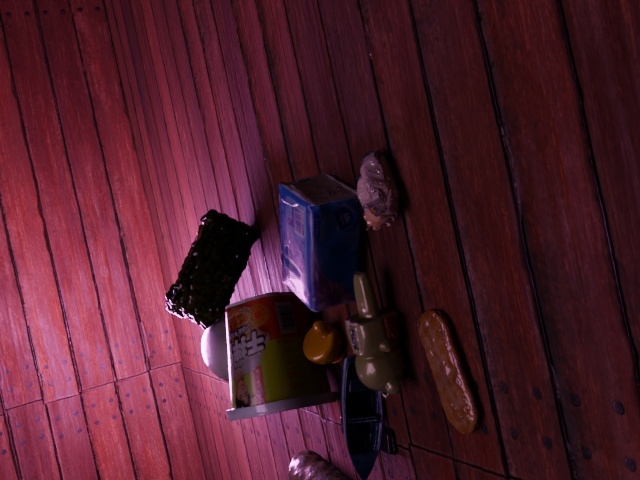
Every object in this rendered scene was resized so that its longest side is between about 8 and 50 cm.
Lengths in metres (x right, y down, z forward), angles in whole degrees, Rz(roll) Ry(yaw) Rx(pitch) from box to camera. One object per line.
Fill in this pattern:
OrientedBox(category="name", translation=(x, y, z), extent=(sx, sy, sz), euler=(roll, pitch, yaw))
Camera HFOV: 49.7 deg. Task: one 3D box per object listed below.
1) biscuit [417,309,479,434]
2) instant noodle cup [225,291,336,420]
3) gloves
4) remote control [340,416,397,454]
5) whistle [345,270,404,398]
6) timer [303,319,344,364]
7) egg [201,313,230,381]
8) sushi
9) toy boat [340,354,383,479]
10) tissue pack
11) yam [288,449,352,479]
OrientedBox(category="biscuit", translation=(0.246, 0.255, 1.345), extent=(0.118, 0.029, 0.247), euler=(-41, 64, 62))
OrientedBox(category="instant noodle cup", translation=(-0.124, 0.309, 1.873), extent=(0.294, 0.293, 0.308), euler=(144, 119, -63))
OrientedBox(category="gloves", translation=(0.114, -0.105, 1.409), extent=(0.114, 0.070, 0.153), euler=(117, 141, -65))
OrientedBox(category="remote control", translation=(0.116, 0.480, 1.721), extent=(0.245, 0.025, 0.063), euler=(-9, 89, 64))
OrientedBox(category="whistle", translation=(0.117, 0.207, 1.498), extent=(0.131, 0.106, 0.288), euler=(4, 106, 66))
OrientedBox(category="timer", translation=(0.000, 0.259, 1.763), extent=(0.107, 0.109, 0.107), euler=(-24, 49, 31))
OrientedBox(category="egg", translation=(-0.244, 0.335, 2.164), extent=(0.371, 0.230, 0.230), euler=(-6, 96, 61))
OrientedBox(category="sushi", translation=(-0.352, 0.092, 2.178), extent=(0.352, 0.178, 0.294), euler=(-66, 15, -11))
OrientedBox(category="toy boat", translation=(0.094, 0.418, 1.639), extent=(0.062, 0.096, 0.299), euler=(-174, 82, -73))
OrientedBox(category="tissue pack", translation=(0.000, 0.000, 1.601), extent=(0.198, 0.146, 0.263), euler=(37, 134, 56))
OrientedBox(category="yam", translation=(0.023, 0.688, 1.899), extent=(0.330, 0.133, 0.133), euler=(9, 110, 59))
